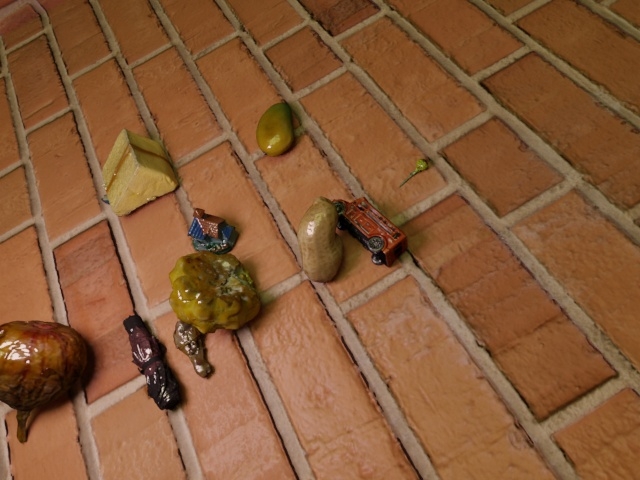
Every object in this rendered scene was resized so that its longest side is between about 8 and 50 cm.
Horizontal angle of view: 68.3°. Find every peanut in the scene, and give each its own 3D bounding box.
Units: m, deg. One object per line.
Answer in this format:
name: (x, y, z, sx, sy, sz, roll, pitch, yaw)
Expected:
peanut: (0.000, 0.000, 1.371, 0.137, 0.252, 0.122, -25, 30, -36)

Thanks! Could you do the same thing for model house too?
model house: (-0.363, -0.035, 1.517, 0.149, 0.148, 0.119, 14, 68, 24)

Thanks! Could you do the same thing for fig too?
fig: (-0.839, 0.420, 1.379, 0.287, 0.286, 0.367, 7, 94, 18)

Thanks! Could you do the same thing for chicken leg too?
chicken leg: (-0.376, 0.317, 1.389, 0.085, 0.069, 0.197, -22, 64, -24)

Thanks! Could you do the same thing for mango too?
mango: (-0.164, -0.399, 1.691, 0.137, 0.091, 0.237, -10, 55, 3)

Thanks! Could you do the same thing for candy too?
candy: (0.293, -0.213, 1.505, 0.123, 0.035, 0.035, -43, 29, 1)

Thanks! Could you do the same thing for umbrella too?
umbrella: (-0.502, 0.351, 1.385, 0.094, 0.090, 0.326, -39, 60, -3)

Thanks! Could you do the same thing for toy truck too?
toy truck: (0.139, -0.041, 1.408, 0.114, 0.107, 0.252, -40, 62, -8)

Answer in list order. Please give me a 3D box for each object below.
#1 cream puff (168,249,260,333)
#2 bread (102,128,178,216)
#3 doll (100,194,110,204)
cream puff: (-0.315, 0.163, 1.387, 0.282, 0.185, 0.281, 17, 32, -11)
bread: (-0.675, -0.231, 1.734, 0.236, 0.198, 0.263, -46, 53, 19)
doll: (-0.768, -0.145, 1.752, 0.125, 0.027, 0.037, 20, 64, 23)
